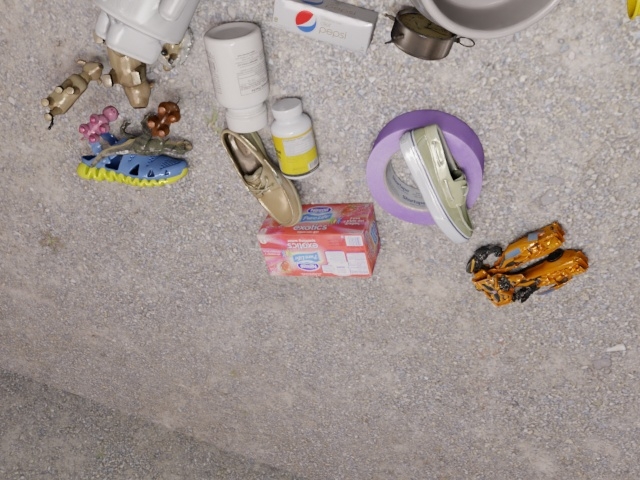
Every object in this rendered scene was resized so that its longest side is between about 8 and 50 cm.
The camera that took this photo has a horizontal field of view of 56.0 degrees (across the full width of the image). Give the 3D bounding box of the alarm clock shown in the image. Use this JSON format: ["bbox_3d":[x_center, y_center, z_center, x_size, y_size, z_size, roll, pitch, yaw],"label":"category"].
[{"bbox_3d":[0.228,-0.418,1.239,0.192,0.129,0.064,4,134,-11],"label":"alarm clock"}]

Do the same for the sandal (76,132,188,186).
[{"bbox_3d":[-0.521,-0.227,1.658,0.317,0.126,0.138,7,107,4],"label":"sandal"}]

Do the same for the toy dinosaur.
[{"bbox_3d":[-0.481,-0.269,1.600,0.268,0.118,0.064,-8,169,-5],"label":"toy dinosaur"}]

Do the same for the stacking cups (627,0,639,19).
[{"bbox_3d":[0.724,-0.455,1.068,0.316,0.096,0.096,-1,128,13],"label":"stacking cups"}]

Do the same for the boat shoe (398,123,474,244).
[{"bbox_3d":[0.282,-0.121,1.356,0.094,0.109,0.302,-21,116,30],"label":"boat shoe"}]

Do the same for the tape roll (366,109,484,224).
[{"bbox_3d":[0.252,-0.172,1.454,0.274,0.090,0.275,10,131,11],"label":"tape roll"}]

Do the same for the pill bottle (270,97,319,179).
[{"bbox_3d":[-0.066,-0.251,1.487,0.103,0.103,0.184,1,128,18],"label":"pill bottle"}]

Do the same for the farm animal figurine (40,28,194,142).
[{"bbox_3d":[-0.490,-0.399,1.470,0.330,0.172,0.327,11,114,-8],"label":"farm animal figurine"}]

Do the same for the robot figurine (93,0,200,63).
[{"bbox_3d":[-0.333,-0.548,1.229,0.300,0.199,0.353,42,110,36],"label":"robot figurine"}]

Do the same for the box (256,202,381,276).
[{"bbox_3d":[0.000,0.000,1.646,0.300,0.142,0.154,-1,128,20],"label":"box"}]

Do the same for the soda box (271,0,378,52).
[{"bbox_3d":[0.009,-0.475,1.294,0.216,0.074,0.069,17,132,5],"label":"soda box"}]

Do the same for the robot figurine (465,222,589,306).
[{"bbox_3d":[0.524,0.076,1.568,0.211,0.085,0.291,43,129,-17],"label":"robot figurine"}]

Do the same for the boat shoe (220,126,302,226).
[{"bbox_3d":[-0.156,-0.160,1.545,0.109,0.098,0.302,-27,99,25],"label":"boat shoe"}]

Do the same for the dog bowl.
[{"bbox_3d":[0.309,-0.523,1.070,0.348,0.102,0.349,-2,131,-2],"label":"dog bowl"}]

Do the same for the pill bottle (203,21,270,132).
[{"bbox_3d":[-0.187,-0.376,1.406,0.131,0.131,0.229,5,129,15],"label":"pill bottle"}]
